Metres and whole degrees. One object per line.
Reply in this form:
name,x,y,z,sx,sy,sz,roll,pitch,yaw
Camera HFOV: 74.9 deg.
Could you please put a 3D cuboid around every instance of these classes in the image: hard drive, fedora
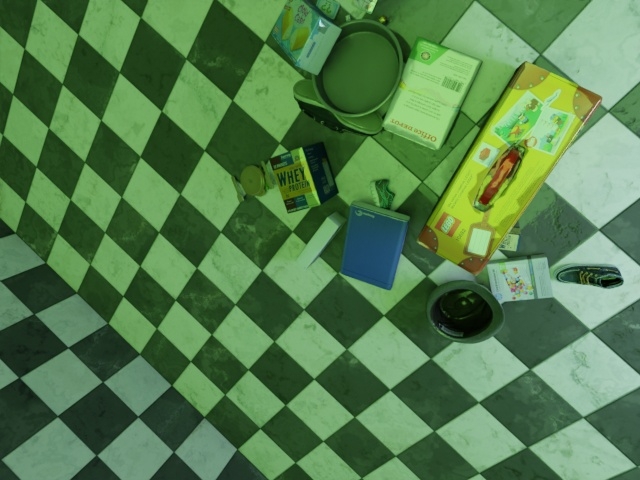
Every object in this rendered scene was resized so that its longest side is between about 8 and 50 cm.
hard drive,0.191,0.024,1.536,0.210,0.040,0.319,18,128,16
fedora,0.509,0.231,1.469,0.244,0.124,0.275,45,127,5

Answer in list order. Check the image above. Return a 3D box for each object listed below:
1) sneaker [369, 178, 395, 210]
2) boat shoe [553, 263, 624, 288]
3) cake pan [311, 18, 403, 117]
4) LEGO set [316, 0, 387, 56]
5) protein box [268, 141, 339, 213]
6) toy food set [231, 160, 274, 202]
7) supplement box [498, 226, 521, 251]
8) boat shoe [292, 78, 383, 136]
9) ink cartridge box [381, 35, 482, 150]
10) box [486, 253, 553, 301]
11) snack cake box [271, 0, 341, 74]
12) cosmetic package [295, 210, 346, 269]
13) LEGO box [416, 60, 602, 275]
sneaker,0.233,-0.141,1.488,0.076,0.065,0.167,-16,104,22
boat shoe,0.839,0.114,1.312,0.183,0.083,0.065,-8,106,25
cake pan,0.116,-0.533,1.313,0.292,0.054,0.294,2,95,20
LEGO set,0.086,-0.714,1.342,0.244,0.060,0.183,32,122,8
protein box,-0.053,-0.229,1.494,0.135,0.200,0.202,-13,103,26
toy food set,-0.267,-0.237,1.680,0.191,0.038,0.133,-16,95,32
supplement box,0.605,-0.009,1.365,0.083,0.083,0.056,8,112,20
boat shoe,0.056,-0.430,1.432,0.339,0.127,0.113,25,156,11
ink cartridge box,0.342,-0.449,1.295,0.201,0.117,0.279,26,116,12
box,0.672,0.129,1.414,0.186,0.038,0.145,-9,105,26
snack cake box,-0.051,-0.658,1.318,0.152,0.089,0.265,-57,42,29
cosmetic package,0.000,0.000,1.614,0.060,0.099,0.239,40,118,5
LEGO box,0.499,-0.207,1.174,0.193,0.372,0.501,30,117,10
